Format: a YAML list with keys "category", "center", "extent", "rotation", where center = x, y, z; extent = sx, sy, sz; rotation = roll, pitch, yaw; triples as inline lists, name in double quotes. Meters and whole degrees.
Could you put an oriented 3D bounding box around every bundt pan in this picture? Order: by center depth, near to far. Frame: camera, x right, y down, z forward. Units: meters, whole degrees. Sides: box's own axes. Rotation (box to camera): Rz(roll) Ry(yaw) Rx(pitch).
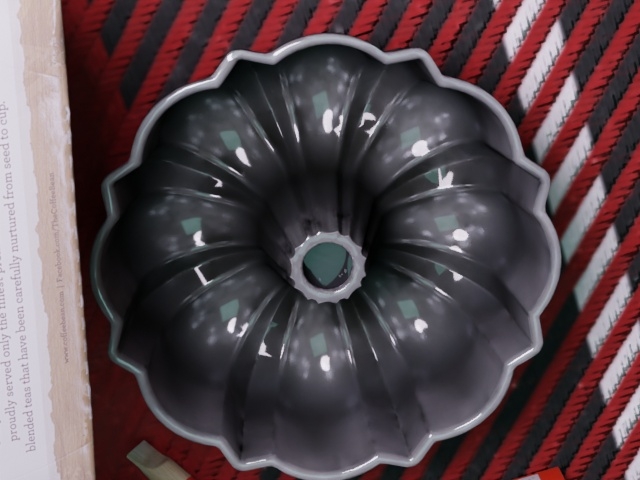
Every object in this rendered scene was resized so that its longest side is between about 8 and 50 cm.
- category: "bundt pan"
  center: [0.000, 0.000, 1.241]
  extent: [0.331, 0.124, 0.331]
  rotation: [-1, 109, -4]

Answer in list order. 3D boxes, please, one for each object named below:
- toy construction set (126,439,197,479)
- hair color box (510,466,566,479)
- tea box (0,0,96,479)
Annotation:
- category: "toy construction set"
  center: [-0.219, 0.273, 1.286]
  extent: [0.237, 0.257, 0.309]
  rotation: [39, 65, 11]
- category: "hair color box"
  center: [0.173, 0.276, 1.381]
  extent: [0.093, 0.053, 0.167]
  rotation: [-17, 110, 1]
- category: "tea box"
  center: [-0.285, -0.018, 1.092]
  extent: [0.220, 0.323, 0.329]
  rotation: [-7, 110, -16]
